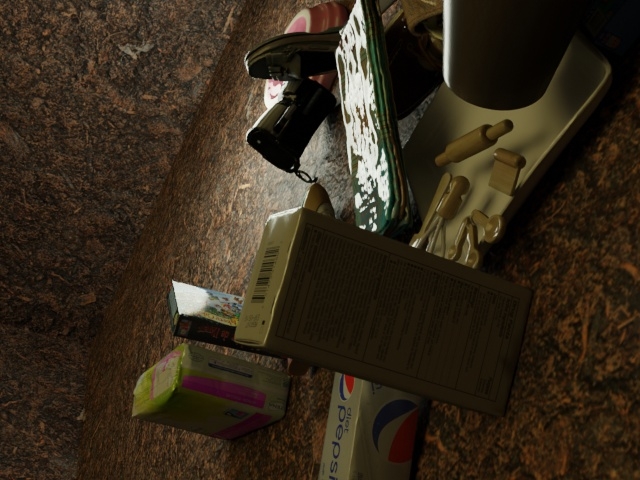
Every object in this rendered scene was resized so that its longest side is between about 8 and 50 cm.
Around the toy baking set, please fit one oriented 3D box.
[{"bbox_3d":[0.173,-0.048,1.131,0.256,0.030,0.197,-18,57,65],"label":"toy baking set"}]

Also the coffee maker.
[{"bbox_3d":[-0.047,-0.241,1.857,0.120,0.171,0.178,2,52,49],"label":"coffee maker"}]

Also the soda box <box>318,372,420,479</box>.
[{"bbox_3d":[0.067,0.249,1.158,0.098,0.091,0.286,163,118,-66],"label":"soda box"}]

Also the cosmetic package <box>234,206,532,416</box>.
[{"bbox_3d":[0.075,0.086,1.007,0.113,0.309,0.160,-9,63,66],"label":"cosmetic package"}]

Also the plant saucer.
[{"bbox_3d":[-0.046,-0.418,2.071,0.332,0.084,0.332,-52,28,43],"label":"plant saucer"}]

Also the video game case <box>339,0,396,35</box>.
[{"bbox_3d":[0.183,-0.520,1.520,0.300,0.036,0.329,-58,14,-26],"label":"video game case"}]

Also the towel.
[{"bbox_3d":[0.072,-0.175,1.375,0.271,0.040,0.370,128,136,-76],"label":"towel"}]

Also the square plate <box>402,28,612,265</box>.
[{"bbox_3d":[0.238,-0.157,1.178,0.347,0.049,0.344,-58,24,30],"label":"square plate"}]

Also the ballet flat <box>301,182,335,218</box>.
[{"bbox_3d":[0.000,0.000,1.634,0.073,0.080,0.232,-4,68,37],"label":"ballet flat"}]

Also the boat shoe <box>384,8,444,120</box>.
[{"bbox_3d":[0.180,-0.318,1.350,0.342,0.123,0.123,-52,16,27],"label":"boat shoe"}]

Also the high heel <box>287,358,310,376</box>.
[{"bbox_3d":[0.001,0.118,1.506,0.117,0.082,0.244,-95,24,-52],"label":"high heel"}]

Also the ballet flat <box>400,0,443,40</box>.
[{"bbox_3d":[0.219,-0.312,1.154,0.316,0.107,0.106,19,117,60],"label":"ballet flat"}]

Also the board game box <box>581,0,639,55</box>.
[{"bbox_3d":[0.373,-0.341,1.002,0.210,0.047,0.160,-56,24,34],"label":"board game box"}]

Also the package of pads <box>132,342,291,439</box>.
[{"bbox_3d":[-0.223,0.300,1.680,0.296,0.229,0.101,-39,37,56],"label":"package of pads"}]

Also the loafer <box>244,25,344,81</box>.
[{"bbox_3d":[-0.027,-0.374,1.787,0.096,0.267,0.084,66,-165,-54],"label":"loafer"}]

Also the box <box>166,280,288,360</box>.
[{"bbox_3d":[-0.174,0.153,1.677,0.159,0.233,0.044,-124,52,-64],"label":"box"}]

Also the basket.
[{"bbox_3d":[0.215,-0.271,0.969,0.154,0.204,0.227,-38,-31,-30],"label":"basket"}]
